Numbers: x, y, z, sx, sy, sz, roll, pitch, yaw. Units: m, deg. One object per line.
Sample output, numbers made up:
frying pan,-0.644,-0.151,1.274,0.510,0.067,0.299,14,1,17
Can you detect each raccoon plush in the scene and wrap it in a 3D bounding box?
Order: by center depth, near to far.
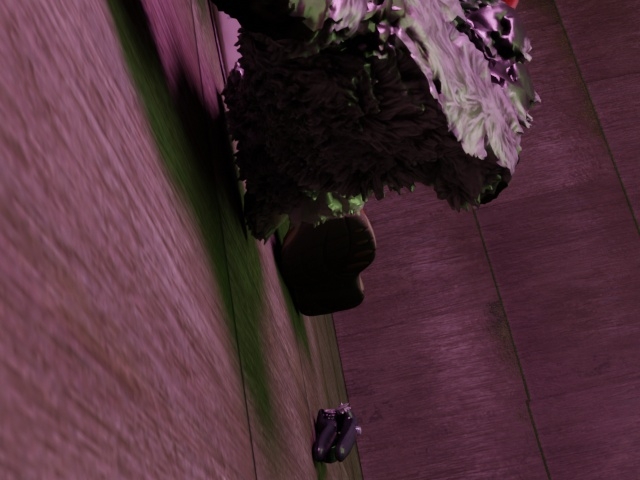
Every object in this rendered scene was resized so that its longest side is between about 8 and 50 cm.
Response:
raccoon plush,-0.050,-0.147,0.673,0.446,0.299,0.216,30,56,-44

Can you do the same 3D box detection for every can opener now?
can opener,0.023,0.247,1.135,0.186,0.059,0.073,60,19,-86

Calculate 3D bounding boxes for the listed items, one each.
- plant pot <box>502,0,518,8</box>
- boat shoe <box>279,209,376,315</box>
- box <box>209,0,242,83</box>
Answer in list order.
plant pot,0.110,-0.405,1.312,0.265,0.272,0.272,40,-23,36
boat shoe,0.000,0.000,1.203,0.324,0.122,0.120,97,-15,-67
box,-0.027,-0.202,1.023,0.232,0.148,0.127,40,39,-86
